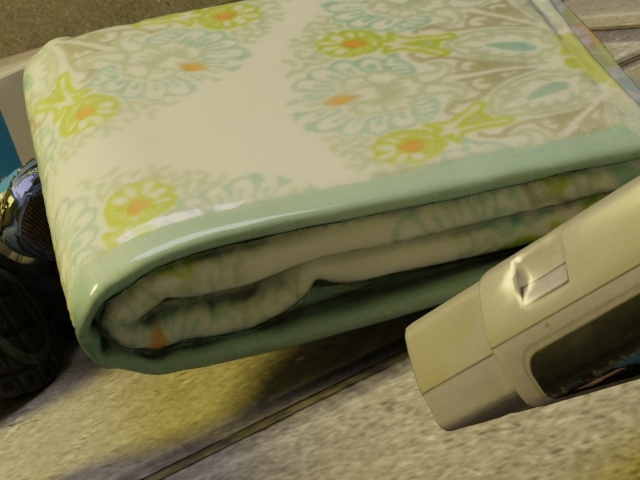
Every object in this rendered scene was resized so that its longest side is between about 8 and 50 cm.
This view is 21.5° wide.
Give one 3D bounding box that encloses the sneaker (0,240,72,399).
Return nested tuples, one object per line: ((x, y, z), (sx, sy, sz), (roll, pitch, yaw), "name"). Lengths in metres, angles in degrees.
((-0.239, 0.059, 1.180), (0.130, 0.109, 0.286), (-25, 4, 21), "sneaker")

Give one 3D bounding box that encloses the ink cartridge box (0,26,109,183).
((-0.308, -0.089, 1.680), (0.171, 0.168, 0.232), (-8, 18, 39), "ink cartridge box")

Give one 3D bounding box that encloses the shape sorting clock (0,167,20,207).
((-0.236, 0.003, 1.341), (0.206, 0.040, 0.206), (-25, -20, -9), "shape sorting clock")

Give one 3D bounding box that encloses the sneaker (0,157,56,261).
((-0.121, -0.012, 1.161), (0.221, 0.083, 0.087), (5, 12, -43), "sneaker")

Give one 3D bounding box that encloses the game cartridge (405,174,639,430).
((0.211, -0.025, 0.578), (0.230, 0.068, 0.355), (-16, -14, -39), "game cartridge")

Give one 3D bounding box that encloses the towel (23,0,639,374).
((0.013, -0.063, 1.055), (0.374, 0.090, 0.320), (-12, 31, -8), "towel")
